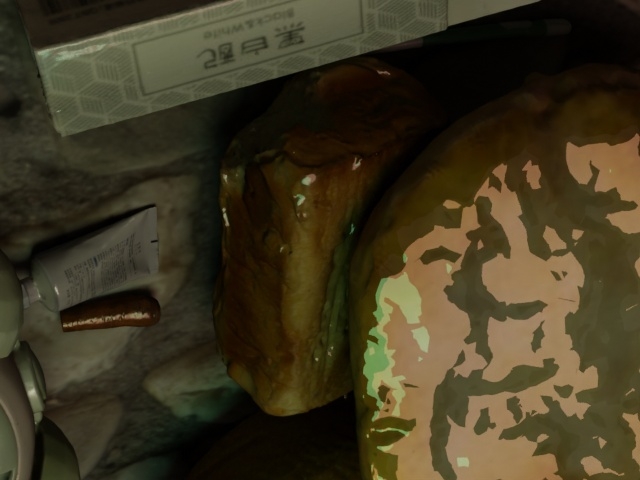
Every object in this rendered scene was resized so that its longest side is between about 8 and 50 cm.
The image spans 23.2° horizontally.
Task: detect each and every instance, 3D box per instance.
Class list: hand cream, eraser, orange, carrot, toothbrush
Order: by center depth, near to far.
[{"bbox_3d":[-0.028,-0.193,1.204,0.404,0.098,0.096,-16,139,-11],"label":"eraser"},{"bbox_3d":[0.104,-0.176,1.352,0.257,0.018,0.024,-7,129,-20],"label":"toothbrush"},{"bbox_3d":[-0.207,0.023,1.377,0.142,0.053,0.084,-25,142,-26],"label":"hand cream"},{"bbox_3d":[-0.193,0.068,1.436,0.093,0.032,0.032,-7,135,-14],"label":"carrot"},{"bbox_3d":[0.001,0.316,1.584,0.357,0.322,0.322,-48,135,15],"label":"orange"}]

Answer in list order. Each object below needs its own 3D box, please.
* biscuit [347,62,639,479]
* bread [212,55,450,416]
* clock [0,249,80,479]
[{"bbox_3d":[0.215,0.072,1.324,0.429,0.104,0.446,-18,111,-9],"label":"biscuit"},{"bbox_3d":[-0.001,-0.005,1.376,0.195,0.149,0.344,-22,141,-29],"label":"bread"},{"bbox_3d":[-0.382,0.165,1.302,0.325,0.184,0.342,-18,129,-11],"label":"clock"}]
